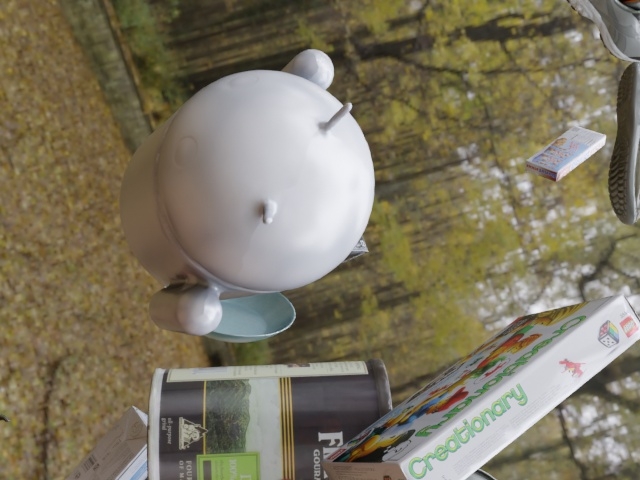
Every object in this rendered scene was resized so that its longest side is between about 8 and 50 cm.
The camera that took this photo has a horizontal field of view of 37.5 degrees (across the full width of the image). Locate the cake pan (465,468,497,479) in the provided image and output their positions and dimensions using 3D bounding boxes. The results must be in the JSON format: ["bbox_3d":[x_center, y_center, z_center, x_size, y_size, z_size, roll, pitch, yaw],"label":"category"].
[{"bbox_3d":[0.272,0.609,1.951,0.054,0.293,0.293,-8,82,-74],"label":"cake pan"}]

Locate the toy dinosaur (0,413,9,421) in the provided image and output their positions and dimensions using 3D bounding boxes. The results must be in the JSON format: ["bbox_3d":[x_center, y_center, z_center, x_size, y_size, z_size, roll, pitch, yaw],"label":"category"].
[{"bbox_3d":[-0.711,0.355,1.718,0.160,0.314,0.121,54,41,-39],"label":"toy dinosaur"}]

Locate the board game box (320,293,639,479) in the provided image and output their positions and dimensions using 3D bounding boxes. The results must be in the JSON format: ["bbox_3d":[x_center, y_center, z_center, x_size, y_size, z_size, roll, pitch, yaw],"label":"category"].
[{"bbox_3d":[0.163,0.163,0.964,0.053,0.305,0.193,59,-25,-1],"label":"board game box"}]

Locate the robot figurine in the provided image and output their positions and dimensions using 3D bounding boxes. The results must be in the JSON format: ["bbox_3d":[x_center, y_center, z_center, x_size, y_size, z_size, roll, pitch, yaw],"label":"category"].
[{"bbox_3d":[-0.076,-0.046,0.913,0.353,0.200,0.299,-14,-127,67],"label":"robot figurine"}]

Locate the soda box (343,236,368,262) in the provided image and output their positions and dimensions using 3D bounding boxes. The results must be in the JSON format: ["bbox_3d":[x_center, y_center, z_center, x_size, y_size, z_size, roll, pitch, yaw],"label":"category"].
[{"bbox_3d":[0.000,0.000,1.413,0.169,0.053,0.060,2,65,-57],"label":"soda box"}]

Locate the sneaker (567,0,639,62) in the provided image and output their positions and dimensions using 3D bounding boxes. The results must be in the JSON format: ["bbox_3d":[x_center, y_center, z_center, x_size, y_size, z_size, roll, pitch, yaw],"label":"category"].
[{"bbox_3d":[0.503,-0.366,1.523,0.108,0.272,0.100,16,-98,51],"label":"sneaker"}]

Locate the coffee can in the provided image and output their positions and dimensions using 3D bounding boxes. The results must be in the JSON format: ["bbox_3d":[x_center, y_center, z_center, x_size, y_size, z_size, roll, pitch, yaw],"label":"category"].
[{"bbox_3d":[-0.059,0.248,1.135,0.201,0.275,0.201,178,-90,-87],"label":"coffee can"}]

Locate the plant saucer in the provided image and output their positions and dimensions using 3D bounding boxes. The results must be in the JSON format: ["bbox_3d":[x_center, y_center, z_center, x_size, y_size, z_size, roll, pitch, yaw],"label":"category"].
[{"bbox_3d":[-0.135,0.105,1.368,0.195,0.195,0.037,-114,-145,-64],"label":"plant saucer"}]

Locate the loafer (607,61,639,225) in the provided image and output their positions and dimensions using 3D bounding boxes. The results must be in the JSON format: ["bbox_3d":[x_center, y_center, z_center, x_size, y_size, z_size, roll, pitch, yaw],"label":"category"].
[{"bbox_3d":[0.499,-0.146,1.437,0.094,0.087,0.251,92,4,-88],"label":"loafer"}]

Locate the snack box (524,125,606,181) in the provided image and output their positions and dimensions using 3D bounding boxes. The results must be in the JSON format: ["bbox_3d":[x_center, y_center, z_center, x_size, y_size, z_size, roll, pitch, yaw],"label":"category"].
[{"bbox_3d":[0.435,-0.156,1.668,0.064,0.178,0.022,26,-48,32],"label":"snack box"}]

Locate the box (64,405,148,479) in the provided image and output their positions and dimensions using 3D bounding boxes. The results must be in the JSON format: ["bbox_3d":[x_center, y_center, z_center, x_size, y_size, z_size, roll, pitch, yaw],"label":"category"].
[{"bbox_3d":[-0.236,0.399,1.458,0.087,0.169,0.290,35,-10,49],"label":"box"}]
